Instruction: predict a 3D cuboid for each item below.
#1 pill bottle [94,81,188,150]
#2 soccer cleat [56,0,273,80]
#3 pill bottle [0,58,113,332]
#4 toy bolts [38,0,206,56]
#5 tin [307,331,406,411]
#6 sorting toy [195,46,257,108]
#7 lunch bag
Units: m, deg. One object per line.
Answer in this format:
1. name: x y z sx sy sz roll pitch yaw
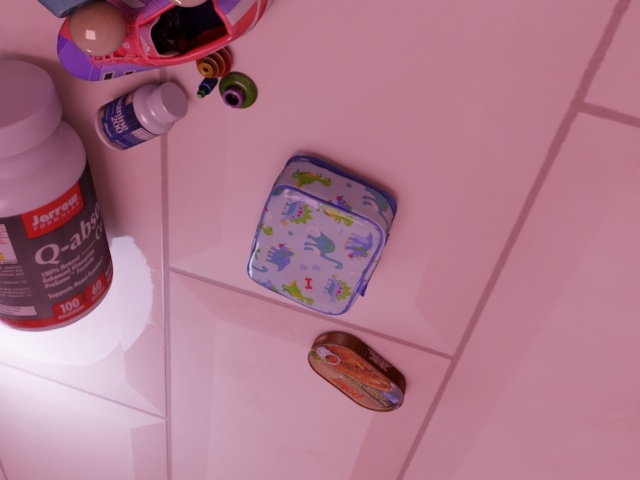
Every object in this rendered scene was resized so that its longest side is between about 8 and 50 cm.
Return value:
1. pill bottle: -0.235 -0.166 0.979 0.120 0.067 0.067 -15 125 32
2. soccer cleat: -0.203 -0.242 0.856 0.318 0.116 0.109 -9 128 29
3. pill bottle: -0.429 -0.054 1.060 0.210 0.210 0.363 12 136 10
4. toy bolts: -0.228 -0.262 0.712 0.228 0.218 0.159 -7 114 51
5. tin: 0.063 0.224 1.260 0.189 0.040 0.106 41 129 -18
6. sorting toy: -0.126 -0.196 0.924 0.061 0.042 0.102 -14 126 32
7. lunch bag: 0.000 0.000 1.029 0.176 0.090 0.219 23 136 1
